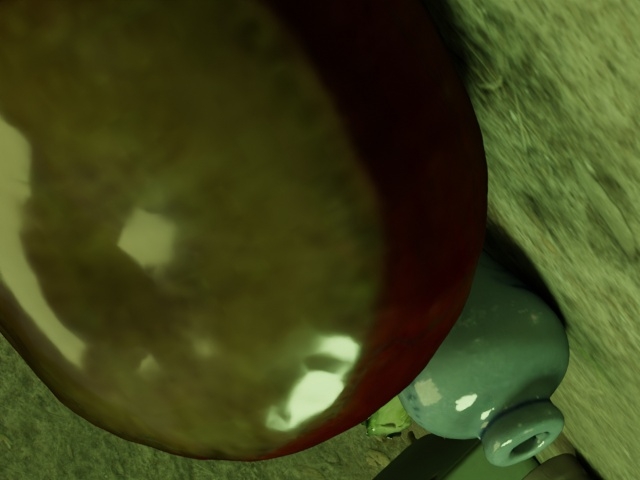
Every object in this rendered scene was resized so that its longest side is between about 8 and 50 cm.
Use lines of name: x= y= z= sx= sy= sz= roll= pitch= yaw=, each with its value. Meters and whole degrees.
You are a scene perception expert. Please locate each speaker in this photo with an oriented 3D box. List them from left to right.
speaker: x=0.190 y=0.380 z=1.581 sx=0.184 sy=0.183 sz=0.406 roll=49 pitch=163 yaw=3

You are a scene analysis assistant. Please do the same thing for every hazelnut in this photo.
hazelnut: x=-0.083 y=-0.062 z=0.736 sx=0.409 sy=0.359 sz=0.359 roll=64 pitch=172 yaw=-11

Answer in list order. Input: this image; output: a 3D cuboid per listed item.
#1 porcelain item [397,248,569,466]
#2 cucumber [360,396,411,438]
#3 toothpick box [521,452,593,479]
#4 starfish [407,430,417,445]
porcelain item: x=0.103 y=0.057 z=0.923 sx=0.259 sy=0.141 sz=0.141 roll=60 pitch=178 yaw=29
cucumber: x=0.031 y=0.096 z=1.493 sx=0.105 sy=0.145 sz=0.325 roll=15 pitch=-154 yaw=-40
toothpick box: x=0.269 y=0.303 z=1.162 sx=0.149 sy=0.098 sz=0.098 roll=51 pitch=173 yaw=34
starfish: x=0.293 y=0.451 z=1.876 sx=0.347 sy=0.078 sz=0.358 roll=61 pitch=165 yaw=-22
